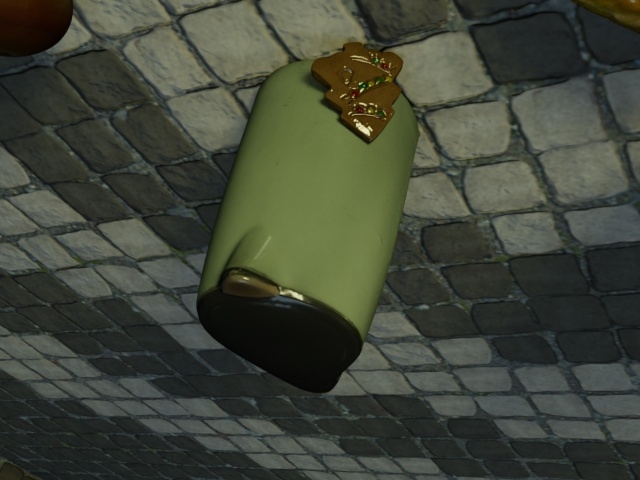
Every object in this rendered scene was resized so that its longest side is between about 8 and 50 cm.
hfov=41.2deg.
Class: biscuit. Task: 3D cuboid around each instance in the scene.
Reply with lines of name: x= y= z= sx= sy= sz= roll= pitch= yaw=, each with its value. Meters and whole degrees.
biscuit: x=0.035 y=-0.128 z=0.726 sx=0.082 sy=0.092 sz=0.016 roll=-3 pitch=162 yaw=-11

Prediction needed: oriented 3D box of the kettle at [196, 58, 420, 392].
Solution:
kettle: x=0.000 y=0.000 z=0.783 sx=0.165 sy=0.255 sz=0.240 roll=-2 pitch=144 yaw=21

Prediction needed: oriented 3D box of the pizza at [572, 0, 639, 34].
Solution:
pizza: x=0.229 y=-0.243 z=0.490 sx=0.189 sy=0.071 sz=0.297 roll=19 pitch=146 yaw=17

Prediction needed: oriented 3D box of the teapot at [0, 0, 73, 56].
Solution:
teapot: x=-0.304 y=-0.227 z=0.701 sx=0.252 sy=0.135 sz=0.178 roll=15 pitch=-178 yaw=35
